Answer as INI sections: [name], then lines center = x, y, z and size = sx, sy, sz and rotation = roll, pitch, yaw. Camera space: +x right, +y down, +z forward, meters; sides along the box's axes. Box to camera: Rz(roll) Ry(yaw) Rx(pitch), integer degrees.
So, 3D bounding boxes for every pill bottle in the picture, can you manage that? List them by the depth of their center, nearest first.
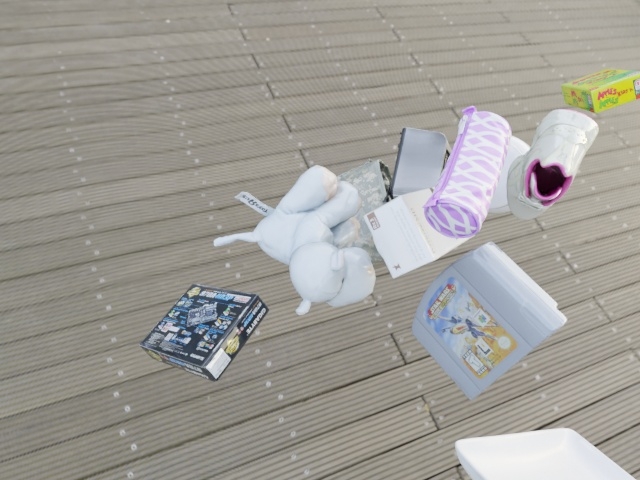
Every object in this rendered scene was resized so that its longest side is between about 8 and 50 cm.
[pill bottle]
center = 0.488, -0.180, 1.353
size = 0.210, 0.210, 0.363
rotation = 42, 23, 17

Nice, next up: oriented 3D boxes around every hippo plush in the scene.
[hippo plush]
center = 0.000, 0.000, 0.955
size = 0.294, 0.234, 0.236
rotation = 16, 21, -36

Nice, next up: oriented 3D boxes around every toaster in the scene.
[toaster]
center = 0.227, -0.137, 1.092
size = 0.110, 0.168, 0.186
rotation = 9, 82, 27

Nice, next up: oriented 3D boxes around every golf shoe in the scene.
[golf shoe]
center = 0.423, -0.113, 0.968
size = 0.115, 0.306, 0.140
rotation = 22, 65, 16

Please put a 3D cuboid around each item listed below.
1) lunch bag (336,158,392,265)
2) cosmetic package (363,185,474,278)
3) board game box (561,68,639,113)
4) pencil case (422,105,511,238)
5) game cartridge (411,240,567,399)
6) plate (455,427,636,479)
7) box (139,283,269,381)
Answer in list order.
[lunch bag]
center = 0.109, -0.060, 1.380
size = 0.169, 0.235, 0.287
rotation = 8, 65, -62
[cosmetic package]
center = 0.179, -0.024, 0.860
size = 0.231, 0.085, 0.117
rotation = -21, 83, -57
[board game box]
center = 0.539, -0.290, 0.950
size = 0.092, 0.043, 0.181
rotation = -18, 17, 16
[pencil case]
center = 0.215, -0.102, 0.719
size = 0.088, 0.086, 0.206
rotation = 43, 56, -28
[game cartridge]
center = 0.274, 0.146, 0.887
size = 0.062, 0.297, 0.198
rotation = -30, 64, -33
[plate]
center = 0.321, 0.329, 0.556
size = 0.278, 0.045, 0.277
rotation = 11, 19, -35
[box]
center = -0.235, 0.174, 0.989
size = 0.220, 0.051, 0.175
rotation = 3, 44, 40
